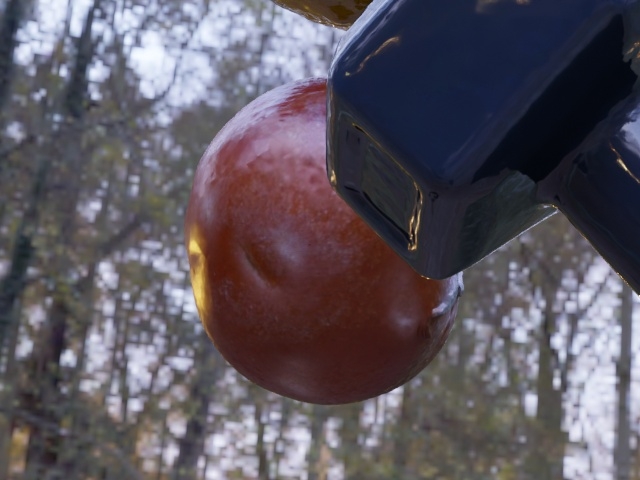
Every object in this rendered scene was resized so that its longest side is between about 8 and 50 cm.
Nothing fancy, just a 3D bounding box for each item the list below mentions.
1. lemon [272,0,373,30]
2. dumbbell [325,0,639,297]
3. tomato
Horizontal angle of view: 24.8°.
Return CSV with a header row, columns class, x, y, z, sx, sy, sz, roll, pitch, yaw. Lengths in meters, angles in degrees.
class,x,y,z,sx,sy,sz,roll,pitch,yaw
lemon,0.036,-0.312,1.080,0.336,0.336,0.336,5,-16,1
dumbbell,0.148,0.022,0.475,0.160,0.325,0.144,-49,-18,15
tomato,-0.001,-0.004,1.002,0.188,0.232,0.232,-8,-18,6
